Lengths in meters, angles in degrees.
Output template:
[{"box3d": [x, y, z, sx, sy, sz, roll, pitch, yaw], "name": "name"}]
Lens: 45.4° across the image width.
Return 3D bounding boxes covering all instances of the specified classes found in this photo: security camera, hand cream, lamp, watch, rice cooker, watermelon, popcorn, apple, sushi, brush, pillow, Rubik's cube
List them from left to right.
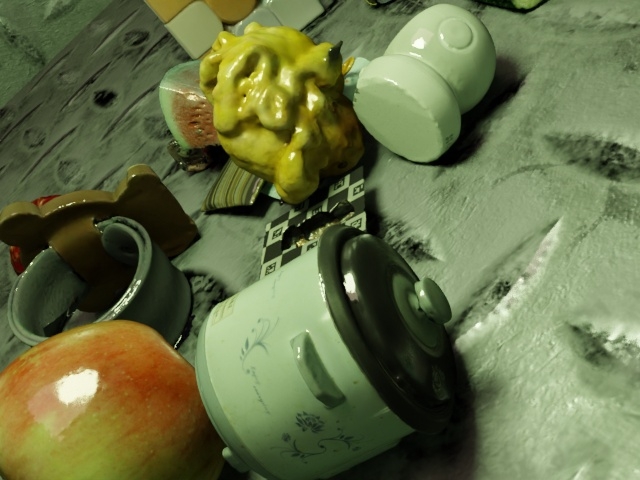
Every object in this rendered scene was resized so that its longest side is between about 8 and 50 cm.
[{"box3d": [-0.374, 0.075, 1.364, 0.335, 0.314, 0.327, -29, 48, -1], "name": "watch"}, {"box3d": [-0.277, 0.255, 1.019, 0.277, 0.319, 0.319, -35, 30, -28], "name": "apple"}, {"box3d": [-0.273, -0.270, 1.744, 0.118, 0.118, 0.253, -18, 42, 29], "name": "lamp"}, {"box3d": [-0.253, -0.647, 1.924, 0.344, 0.347, 0.347, -37, 34, 5], "name": "Rubik's cube"}, {"box3d": [-0.180, -0.279, 1.601, 0.318, 0.148, 0.226, -16, 38, -30], "name": "watermelon"}, {"box3d": [-0.141, -0.147, 1.519, 0.212, 0.052, 0.208, -3, 55, 54], "name": "pillow"}, {"box3d": [-0.051, -0.241, 1.311, 0.281, 0.316, 0.297, -40, 7, 41], "name": "popcorn"}, {"box3d": [-0.017, -0.274, 1.514, 0.272, 0.013, 0.103, -38, 30, 41], "name": "brush"}, {"box3d": [0.000, 0.000, 1.246, 0.215, 0.050, 0.192, -31, 33, 24], "name": "sushi"}, {"box3d": [0.005, -0.211, 1.472, 0.085, 0.058, 0.331, 22, 73, 36], "name": "hand cream"}, {"box3d": [0.019, 0.134, 0.909, 0.316, 0.264, 0.316, -29, -6, -3], "name": "rice cooker"}, {"box3d": [0.185, -0.270, 1.247, 0.194, 0.194, 0.236, 16, 61, 50], "name": "security camera"}]

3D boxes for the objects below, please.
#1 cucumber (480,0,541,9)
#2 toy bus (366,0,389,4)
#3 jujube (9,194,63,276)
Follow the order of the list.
[{"box3d": [0.325, -0.484, 1.440, 0.077, 0.077, 0.265, -42, 33, -1], "name": "cucumber"}, {"box3d": [0.205, -0.675, 1.699, 0.331, 0.145, 0.151, -32, 35, 9], "name": "toy bus"}, {"box3d": [-0.564, 0.013, 1.649, 0.213, 0.213, 0.232, -48, 31, -9], "name": "jujube"}]
